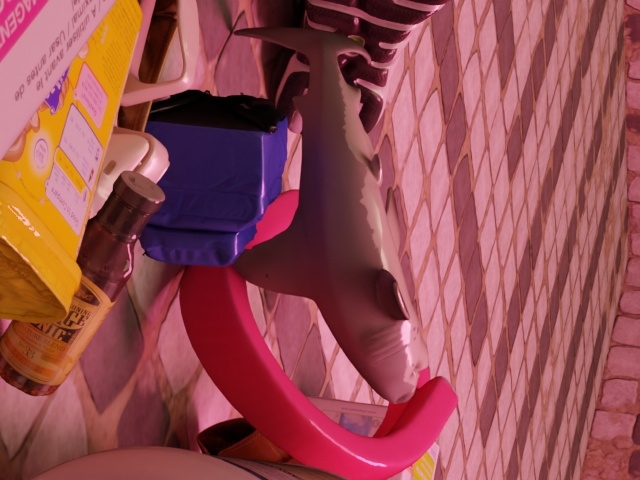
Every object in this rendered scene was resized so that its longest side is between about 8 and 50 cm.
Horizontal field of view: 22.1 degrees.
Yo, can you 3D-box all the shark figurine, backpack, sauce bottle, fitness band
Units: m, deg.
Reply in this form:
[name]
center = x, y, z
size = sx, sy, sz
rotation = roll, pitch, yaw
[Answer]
[shark figurine]
center = -0.007, -0.024, 1.063
size = 0.166, 0.116, 0.278
rotation = 37, 40, -82
[backpack]
center = -0.072, -0.042, 0.995
size = 0.120, 0.098, 0.101
rotation = -69, 169, -74
[sauce bottle]
center = -0.123, 0.021, 0.842
size = 0.128, 0.042, 0.042
rotation = -58, 171, 19
[fitness band]
center = 0.004, 0.067, 1.154
size = 0.209, 0.054, 0.291
rotation = 55, 23, -1

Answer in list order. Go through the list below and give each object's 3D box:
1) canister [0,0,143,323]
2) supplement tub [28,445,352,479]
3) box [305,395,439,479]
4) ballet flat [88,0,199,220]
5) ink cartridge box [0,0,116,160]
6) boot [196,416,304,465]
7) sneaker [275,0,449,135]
[canister]
center = -0.145, -0.062, 0.786
size = 0.126, 0.073, 0.170
rotation = 63, 35, -61
[supplement tub]
center = -0.051, 0.238, 0.915
size = 0.325, 0.235, 0.235
rotation = 30, 67, -71
[box]
center = 0.024, 0.248, 1.381
size = 0.114, 0.103, 0.203
rotation = 58, 41, -63
[ballet flat]
center = -0.110, -0.073, 0.890
size = 0.080, 0.073, 0.232
rotation = 45, 53, -68
[ink cartridge box]
center = -0.174, -0.077, 0.482
size = 0.234, 0.193, 0.088
rotation = -64, 154, -46
[boot]
center = -0.044, 0.198, 1.174
size = 0.152, 0.197, 0.073
rotation = 52, 50, -10
[sneaker]
center = 0.037, -0.214, 1.204
size = 0.281, 0.106, 0.162
rotation = 123, -20, -47
